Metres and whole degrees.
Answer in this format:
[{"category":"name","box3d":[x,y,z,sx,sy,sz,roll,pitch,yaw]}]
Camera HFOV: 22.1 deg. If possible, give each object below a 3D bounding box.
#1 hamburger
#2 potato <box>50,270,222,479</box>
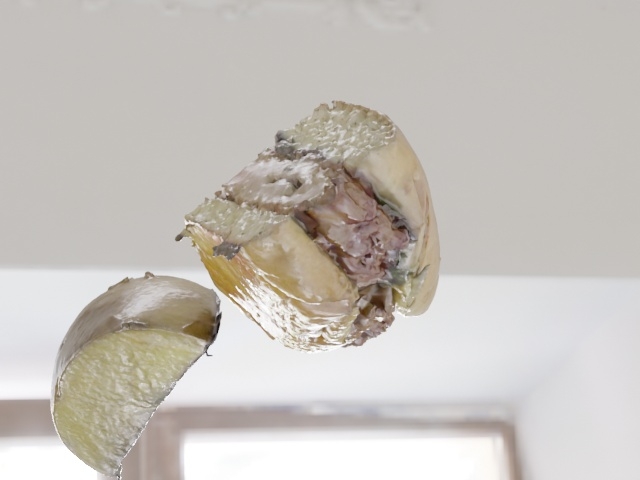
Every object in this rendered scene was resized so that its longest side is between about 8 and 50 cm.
[{"category":"hamburger","box3d":[0.000,0.000,1.190,0.282,0.155,0.245,33,-17,53]},{"category":"potato","box3d":[-0.160,0.085,1.376,0.243,0.098,0.138,-52,-162,44]}]
